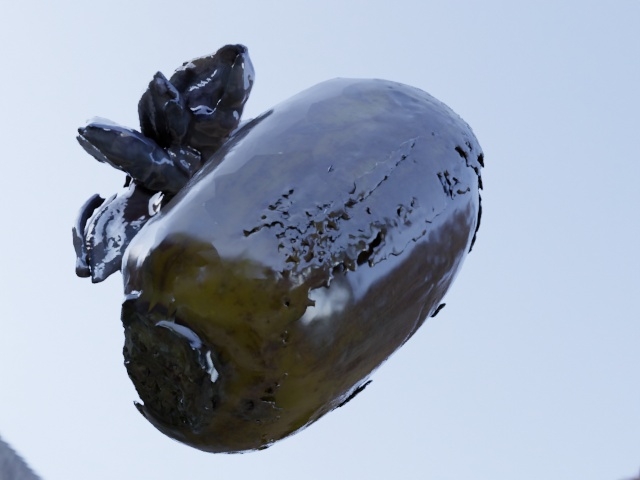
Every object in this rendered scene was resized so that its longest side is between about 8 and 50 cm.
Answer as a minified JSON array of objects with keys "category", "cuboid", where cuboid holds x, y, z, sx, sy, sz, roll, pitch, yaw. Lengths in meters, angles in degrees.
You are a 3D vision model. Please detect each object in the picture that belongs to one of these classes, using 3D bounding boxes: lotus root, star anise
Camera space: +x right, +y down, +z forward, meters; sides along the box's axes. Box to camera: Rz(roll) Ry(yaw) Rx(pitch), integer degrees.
[{"category":"lotus root","cuboid":[0.000,0.000,0.766,0.179,0.397,0.196,28,-54,16]},{"category":"star anise","cuboid":[-0.117,-0.051,0.893,0.093,0.236,0.229,31,6,33]}]
